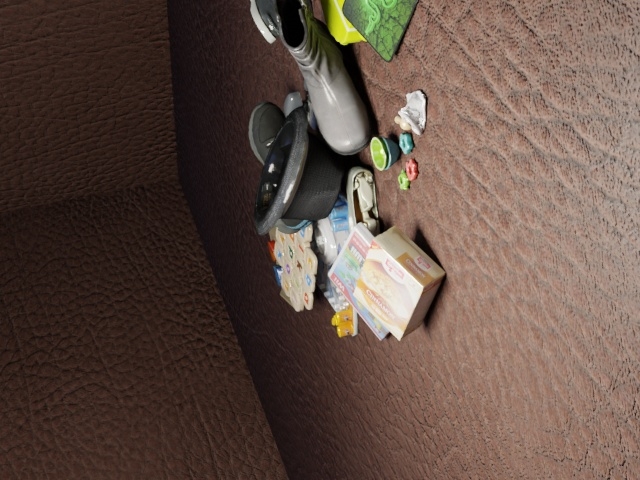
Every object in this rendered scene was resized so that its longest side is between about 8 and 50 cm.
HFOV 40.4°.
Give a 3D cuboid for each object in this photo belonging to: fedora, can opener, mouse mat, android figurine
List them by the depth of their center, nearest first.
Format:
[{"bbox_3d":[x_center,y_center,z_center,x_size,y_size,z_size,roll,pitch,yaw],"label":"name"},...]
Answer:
[{"bbox_3d":[0.107,-0.436,1.599,0.153,0.007,0.190,51,149,17],"label":"mouse mat"},{"bbox_3d":[0.059,-0.508,1.732,0.273,0.056,0.248,107,147,-58],"label":"android figurine"},{"bbox_3d":[-0.036,-0.140,1.963,0.334,0.152,0.334,-164,90,-75],"label":"fedora"},{"bbox_3d":[-0.035,-0.359,2.074,0.283,0.095,0.076,97,156,-64],"label":"can opener"}]

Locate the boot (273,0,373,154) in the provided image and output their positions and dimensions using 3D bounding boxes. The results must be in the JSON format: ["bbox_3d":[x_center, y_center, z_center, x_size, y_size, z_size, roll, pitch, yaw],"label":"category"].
[{"bbox_3d":[-0.010,-0.350,1.798,0.222,0.118,0.338,39,-153,-63],"label":"boot"}]

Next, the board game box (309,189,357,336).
[{"bbox_3d":[0.000,0.000,2.300,0.390,0.050,0.390,-127,29,-55],"label":"board game box"}]

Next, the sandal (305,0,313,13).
[{"bbox_3d":[-0.044,-0.511,2.093,0.067,0.040,0.179,-132,34,-59],"label":"sandal"}]

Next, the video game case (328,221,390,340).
[{"bbox_3d":[0.113,0.097,1.920,0.204,0.025,0.285,51,157,12],"label":"video game case"}]

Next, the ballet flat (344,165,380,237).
[{"bbox_3d":[0.097,-0.057,1.907,0.068,0.072,0.213,-173,72,-68],"label":"ballet flat"}]

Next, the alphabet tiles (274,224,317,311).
[{"bbox_3d":[-0.066,0.045,2.368,0.278,0.021,0.284,-126,35,-50],"label":"alphabet tiles"}]

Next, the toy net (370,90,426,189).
[{"bbox_3d":[0.156,-0.190,1.658,0.232,0.045,0.122,110,144,-61],"label":"toy net"}]

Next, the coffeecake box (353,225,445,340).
[{"bbox_3d":[0.153,0.086,1.726,0.142,0.068,0.185,45,145,23],"label":"coffeecake box"}]

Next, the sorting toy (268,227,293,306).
[{"bbox_3d":[-0.098,0.083,2.531,0.307,0.041,0.229,-149,49,-71],"label":"sorting toy"}]

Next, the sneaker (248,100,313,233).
[{"bbox_3d":[-0.077,-0.194,2.178,0.139,0.125,0.341,-21,85,56],"label":"sneaker"}]

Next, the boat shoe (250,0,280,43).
[{"bbox_3d":[-0.143,-0.638,2.253,0.114,0.091,0.303,40,-156,-60],"label":"boat shoe"}]
